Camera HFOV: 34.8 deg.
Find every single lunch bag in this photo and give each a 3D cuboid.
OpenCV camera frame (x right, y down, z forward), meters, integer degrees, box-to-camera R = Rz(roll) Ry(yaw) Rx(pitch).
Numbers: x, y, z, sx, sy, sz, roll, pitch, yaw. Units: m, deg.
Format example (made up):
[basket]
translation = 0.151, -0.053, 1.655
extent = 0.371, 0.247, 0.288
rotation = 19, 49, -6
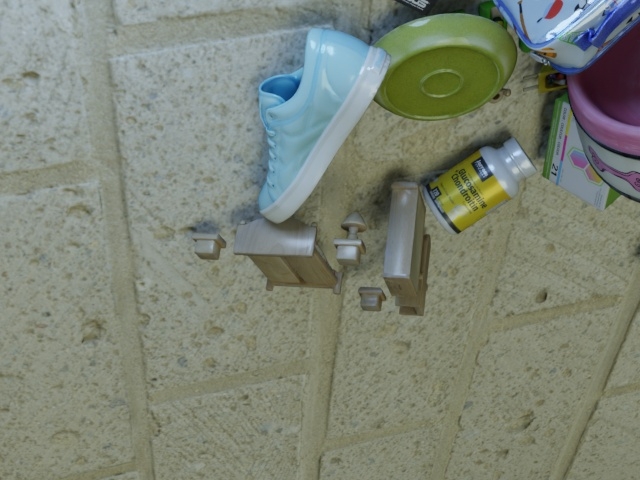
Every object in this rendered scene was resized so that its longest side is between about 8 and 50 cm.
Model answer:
[lunch bag]
translation = 0.379, -0.378, 1.399
extent = 0.115, 0.243, 0.303
rotation = 25, 120, -40

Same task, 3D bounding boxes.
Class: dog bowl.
[dog bowl]
translation = 0.543, -0.255, 1.480
extent = 0.408, 0.408, 0.150
rotation = -36, 136, 15

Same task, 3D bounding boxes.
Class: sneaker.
[sneaker]
translation = -0.037, -0.181, 1.551
extent = 0.150, 0.135, 0.366
rotation = 29, 129, -8

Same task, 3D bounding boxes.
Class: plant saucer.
[plant saucer]
translation = 0.183, -0.251, 1.556
extent = 0.241, 0.037, 0.241
rotation = -4, 150, -2

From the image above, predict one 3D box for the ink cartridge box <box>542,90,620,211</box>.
[ink cartridge box]
translation = 0.511, -0.134, 1.704
extent = 0.097, 0.255, 0.189
rotation = -36, 146, -26

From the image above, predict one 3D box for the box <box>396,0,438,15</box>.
[box]
translation = 0.108, -0.425, 1.374
extent = 0.231, 0.056, 0.183
rotation = 17, 127, -37

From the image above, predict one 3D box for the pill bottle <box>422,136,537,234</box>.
[pill bottle]
translation = 0.276, -0.098, 1.765
extent = 0.184, 0.103, 0.103
rotation = -35, 138, 14

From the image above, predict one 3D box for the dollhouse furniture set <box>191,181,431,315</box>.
[dollhouse furniture set]
translation = 0.000, 0.000, 1.800
extent = 0.356, 0.173, 0.303
rotation = 3, 159, 15

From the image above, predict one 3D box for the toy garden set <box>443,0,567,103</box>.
[toy garden set]
translation = 0.310, -0.292, 1.611
extent = 0.244, 0.049, 0.204
rotation = -17, 139, -5
